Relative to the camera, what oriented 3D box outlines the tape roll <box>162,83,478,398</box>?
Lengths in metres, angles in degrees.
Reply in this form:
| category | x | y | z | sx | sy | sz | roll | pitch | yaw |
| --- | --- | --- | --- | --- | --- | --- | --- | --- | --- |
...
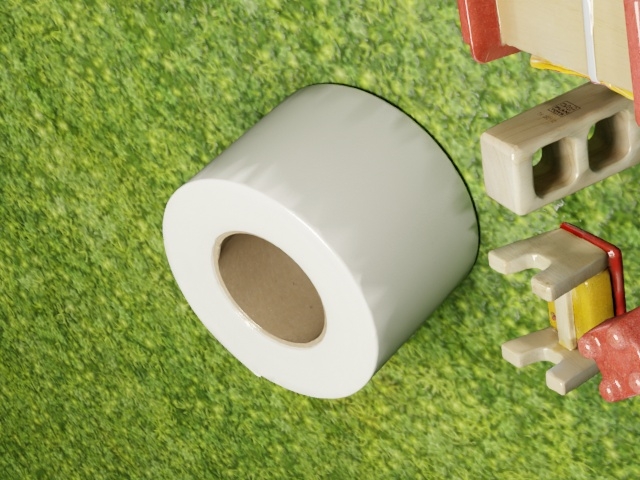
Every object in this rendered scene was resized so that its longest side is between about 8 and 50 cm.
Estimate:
| category | x | y | z | sx | sy | sz | roll | pitch | yaw |
| --- | --- | --- | --- | --- | --- | --- | --- | --- | --- |
| tape roll | 0.000 | 0.000 | 1.477 | 0.246 | 0.169 | 0.246 | 28 | 142 | 24 |

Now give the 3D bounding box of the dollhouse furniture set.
| category | x | y | z | sx | sy | sz | roll | pitch | yaw |
| --- | --- | --- | --- | --- | --- | --- | --- | --- | --- |
| dollhouse furniture set | 0.224 | -0.060 | 1.104 | 0.201 | 0.152 | 0.374 | 34 | 142 | 52 |
